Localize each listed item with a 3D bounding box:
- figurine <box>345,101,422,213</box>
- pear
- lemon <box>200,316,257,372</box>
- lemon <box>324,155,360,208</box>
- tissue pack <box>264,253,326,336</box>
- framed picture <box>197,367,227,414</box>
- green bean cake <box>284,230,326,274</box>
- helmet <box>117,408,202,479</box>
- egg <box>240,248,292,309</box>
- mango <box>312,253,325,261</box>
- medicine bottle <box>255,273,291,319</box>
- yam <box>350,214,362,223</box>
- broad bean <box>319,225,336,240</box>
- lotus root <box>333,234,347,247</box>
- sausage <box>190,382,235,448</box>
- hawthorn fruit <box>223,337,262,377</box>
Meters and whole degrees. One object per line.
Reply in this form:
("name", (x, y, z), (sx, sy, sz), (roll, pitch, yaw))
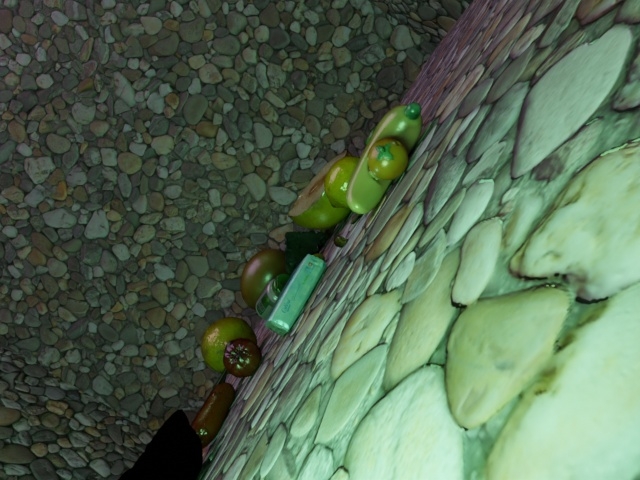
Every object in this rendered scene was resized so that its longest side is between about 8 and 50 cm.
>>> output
("figurine", (0.175, -0.219, 1.198), (0.325, 0.124, 0.222), (-61, 7, -4))
("pear", (0.052, -0.191, 1.906), (0.386, 0.191, 0.340), (-37, 23, 38))
("lemon", (-0.412, 0.475, 1.998), (0.258, 0.257, 0.310), (-58, 2, -11))
("lemon", (0.107, -0.209, 1.599), (0.193, 0.181, 0.180), (-35, -1, -10))
("tissue pack", (-0.088, 0.182, 1.476), (0.263, 0.089, 0.177), (-58, 1, -21))
("framed picture", (-0.473, 0.735, 1.860), (0.265, 0.016, 0.347), (-63, -7, -58))
("green bean cake", (-0.068, 0.060, 1.991), (0.208, 0.193, 0.107), (-95, 11, -45))
("helmet", (-0.465, 0.689, 1.324), (0.338, 0.197, 0.271), (-49, -1, 23))
("egg", (-0.286, 0.213, 2.366), (0.351, 0.282, 0.282), (-59, 3, 9))
("mango", (-0.020, 0.092, 1.643), (0.073, 0.056, 0.108), (-55, -11, -34))
("medicine bottle", (-0.201, 0.258, 2.017), (0.133, 0.133, 0.274), (-60, 3, -39))
("yam", (0.122, -0.075, 1.459), (0.014, 0.014, 0.107), (-59, 4, -22))
("broad bean", (0.068, -0.102, 2.064), (0.339, 0.061, 0.077), (-56, -8, 17))
("lotus root", (0.060, 0.004, 1.421), (0.030, 0.037, 0.083), (-62, 5, -11))
("sausage", (-0.396, 0.639, 1.641), (0.102, 0.102, 0.330), (-56, 3, 16))
("hawthorn fruit", (-0.287, 0.447, 1.665), (0.148, 0.148, 0.172), (-58, -24, -14))
